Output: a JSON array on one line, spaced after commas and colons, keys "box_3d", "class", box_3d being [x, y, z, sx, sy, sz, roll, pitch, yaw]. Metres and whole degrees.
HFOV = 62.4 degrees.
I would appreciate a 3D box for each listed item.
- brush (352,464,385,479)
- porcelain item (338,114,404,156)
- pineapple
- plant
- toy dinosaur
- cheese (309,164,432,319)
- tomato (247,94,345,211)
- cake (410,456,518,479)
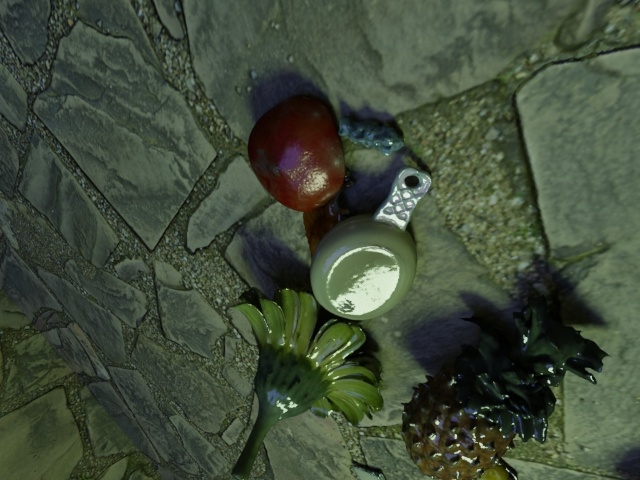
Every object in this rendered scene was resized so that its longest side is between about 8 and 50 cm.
[{"box_3d": [0.167, 0.611, 1.153, 0.090, 0.017, 0.315, -7, 116, 50], "class": "brush"}, {"box_3d": [0.061, -0.126, 0.624, 0.083, 0.028, 0.036, 26, 153, 25], "class": "porcelain item"}, {"box_3d": [0.211, 0.184, 0.664, 0.170, 0.141, 0.310, 58, 141, 30], "class": "pineapple"}, {"box_3d": [-0.049, 0.237, 0.905, 0.305, 0.297, 0.261, 33, 177, -4], "class": "plant"}, {"box_3d": [0.001, 0.000, 0.767, 0.212, 0.057, 0.142, -28, 89, 50], "class": "toy dinosaur"}, {"box_3d": [0.072, 0.004, 0.671, 0.137, 0.064, 0.228, 18, 122, -14], "class": "cheese"}, {"box_3d": [-0.042, -0.104, 0.684, 0.155, 0.069, 0.156, 24, 125, 38], "class": "tomato"}, {"box_3d": [0.222, 0.329, 0.845, 0.184, 0.116, 0.080, 15, 145, -8], "class": "cake"}]
